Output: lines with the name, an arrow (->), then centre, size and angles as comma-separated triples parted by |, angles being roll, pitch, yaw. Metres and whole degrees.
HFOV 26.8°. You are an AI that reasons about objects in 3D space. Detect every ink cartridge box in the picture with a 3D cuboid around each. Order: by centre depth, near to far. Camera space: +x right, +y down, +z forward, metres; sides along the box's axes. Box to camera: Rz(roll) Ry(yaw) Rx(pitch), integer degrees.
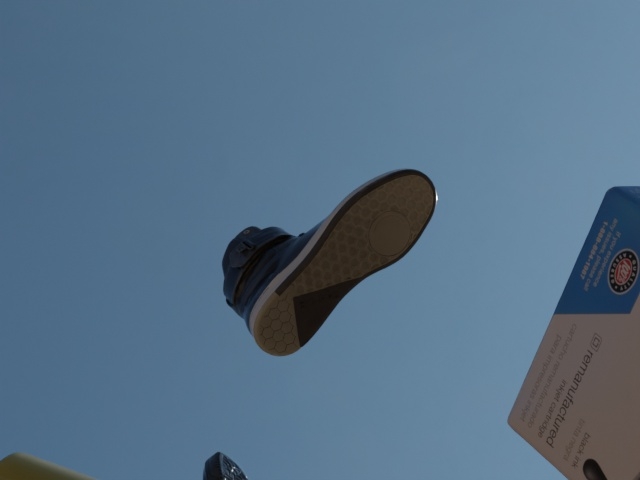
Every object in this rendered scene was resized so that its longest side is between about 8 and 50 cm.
ink cartridge box -> 0.193, 0.078, 0.608 | 0.082, 0.191, 0.139 | 4, -65, -36

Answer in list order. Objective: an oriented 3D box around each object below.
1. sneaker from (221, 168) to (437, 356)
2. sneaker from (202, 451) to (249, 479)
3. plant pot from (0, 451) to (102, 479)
sneaker -> -0.002, -0.001, 1.316 | 0.226, 0.163, 0.086 | -42, -66, -5
sneaker -> -0.082, 0.242, 0.991 | 0.089, 0.170, 0.051 | -37, -46, 12
plant pot -> -0.226, 0.326, 1.248 | 0.239, 0.254, 0.254 | 30, -63, 8
